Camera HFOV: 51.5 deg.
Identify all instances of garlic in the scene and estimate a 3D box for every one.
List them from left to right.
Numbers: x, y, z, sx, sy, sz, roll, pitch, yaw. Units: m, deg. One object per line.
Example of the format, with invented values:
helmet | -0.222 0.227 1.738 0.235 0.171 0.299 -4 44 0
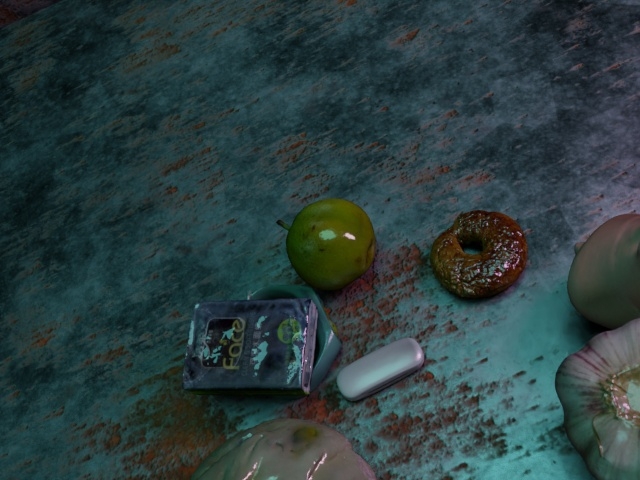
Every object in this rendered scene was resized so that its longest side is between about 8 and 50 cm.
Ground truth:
garlic | 0.475 0.242 0.924 0.245 0.253 0.245 -18 56 29

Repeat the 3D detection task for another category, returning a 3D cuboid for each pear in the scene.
pear | 0.000 0.000 1.291 0.216 0.166 0.180 17 63 16

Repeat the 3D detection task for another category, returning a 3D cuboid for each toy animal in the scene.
toy animal | 0.538 0.055 0.999 0.326 0.269 0.237 17 60 43

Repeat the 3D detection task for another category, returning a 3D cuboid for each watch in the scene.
watch | -0.068 0.184 1.268 0.195 0.068 0.237 -28 57 3

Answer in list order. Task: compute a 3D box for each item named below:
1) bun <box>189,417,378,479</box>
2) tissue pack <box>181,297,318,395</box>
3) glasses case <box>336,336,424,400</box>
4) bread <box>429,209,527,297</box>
bun | -0.079 0.437 1.006 0.364 0.219 0.365 -8 53 11
tissue pack | -0.125 0.192 1.200 0.235 0.073 0.174 -3 62 19
glasses case | 0.107 0.229 1.185 0.164 0.041 0.063 -28 55 0
bread | 0.296 0.022 1.244 0.193 0.064 0.193 -12 53 16
